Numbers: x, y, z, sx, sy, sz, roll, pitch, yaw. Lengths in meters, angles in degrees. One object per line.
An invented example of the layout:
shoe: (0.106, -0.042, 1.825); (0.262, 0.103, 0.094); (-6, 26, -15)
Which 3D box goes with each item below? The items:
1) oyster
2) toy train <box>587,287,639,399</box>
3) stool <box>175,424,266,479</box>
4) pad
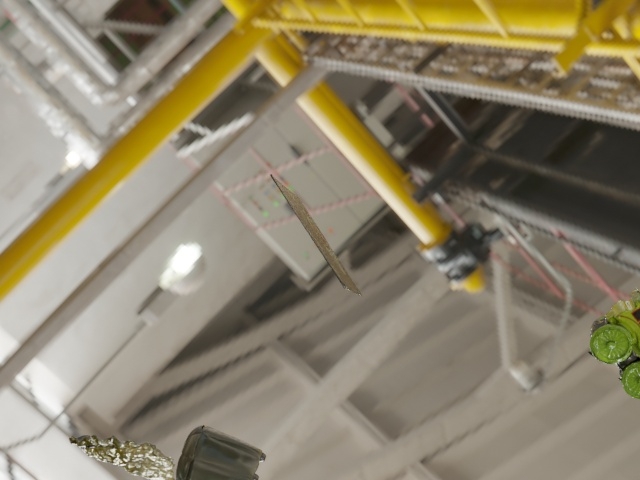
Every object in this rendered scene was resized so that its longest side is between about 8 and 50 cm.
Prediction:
oyster: (-0.241, 0.256, 1.502); (0.146, 0.122, 0.045); (58, 55, -73)
toy train: (0.353, 0.163, 1.179); (0.085, 0.249, 0.053); (-38, -175, 15)
stool: (-0.136, 0.305, 1.653); (0.096, 0.110, 0.096); (-162, -90, -89)
pad: (0.000, 0.000, 1.584); (0.006, 0.170, 0.245); (-33, 172, 3)
